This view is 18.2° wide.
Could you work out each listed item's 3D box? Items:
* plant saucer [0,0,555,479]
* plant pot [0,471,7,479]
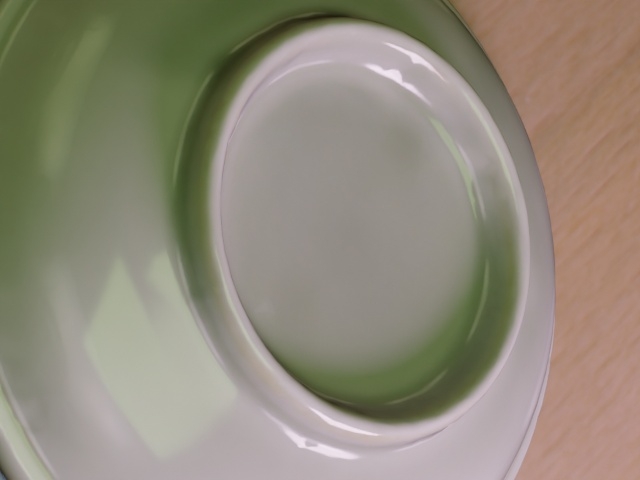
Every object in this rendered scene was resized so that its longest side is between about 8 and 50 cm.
[{"bbox_3d":[0.000,0.000,1.016,0.400,0.100,0.401,9,75,-38],"label":"plant saucer"},{"bbox_3d":[-0.247,0.214,0.892,0.252,0.247,0.247,45,38,-39],"label":"plant pot"}]
